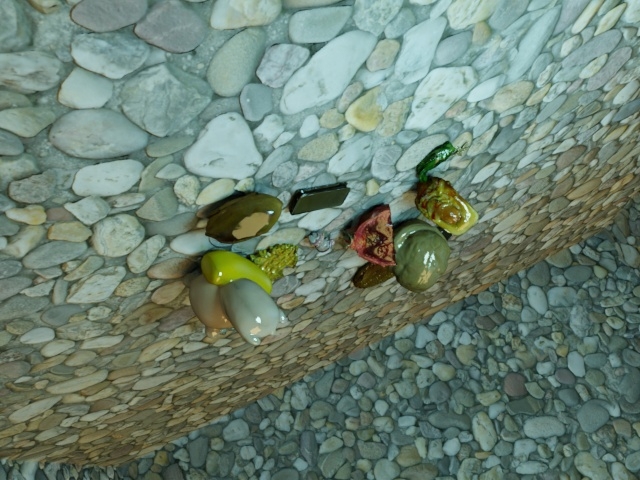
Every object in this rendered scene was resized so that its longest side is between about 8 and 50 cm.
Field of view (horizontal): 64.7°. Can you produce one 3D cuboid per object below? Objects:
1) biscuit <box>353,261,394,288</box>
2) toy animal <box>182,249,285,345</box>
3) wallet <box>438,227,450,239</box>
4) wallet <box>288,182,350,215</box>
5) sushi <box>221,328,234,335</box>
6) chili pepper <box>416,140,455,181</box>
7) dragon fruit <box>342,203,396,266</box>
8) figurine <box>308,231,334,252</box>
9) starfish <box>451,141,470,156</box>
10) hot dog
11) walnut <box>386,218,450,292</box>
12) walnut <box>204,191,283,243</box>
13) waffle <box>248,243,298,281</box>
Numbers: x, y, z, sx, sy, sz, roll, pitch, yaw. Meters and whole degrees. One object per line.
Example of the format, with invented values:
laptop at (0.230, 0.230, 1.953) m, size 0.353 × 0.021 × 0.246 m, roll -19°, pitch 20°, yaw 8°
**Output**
biscuit at (0.302, 0.142, 2.448) m, size 0.318 × 0.040 × 0.318 m, roll -23°, pitch 155°, yaw -11°
toy animal at (-0.289, 0.209, 1.679) m, size 0.247 × 0.345 × 0.278 m, roll -42°, pitch 168°, yaw 16°
wallet at (0.532, 0.037, 2.436) m, size 0.165 × 0.042 × 0.309 m, roll -15°, pitch 147°, yaw -45°
wallet at (-0.001, -0.136, 1.639) m, size 0.198 × 0.031 × 0.110 m, roll -13°, pitch 150°, yaw -30°
sushi at (-0.333, 0.259, 1.912) m, size 0.130 × 0.124 × 0.332 m, roll 18°, pitch 143°, yaw -33°
chili pepper at (0.391, -0.268, 1.753) m, size 0.073 × 0.050 × 0.182 m, roll -14°, pitch 156°, yaw -45°
dragon fruit at (0.183, -0.029, 1.932) m, size 0.212 × 0.134 × 0.261 m, roll -9°, pitch 126°, yaw -3°
figurine at (0.000, 0.000, 1.879) m, size 0.072 × 0.054 × 0.129 m, roll -45°, pitch 146°, yaw 2°
starfish at (0.498, -0.317, 1.806) m, size 0.092 × 0.016 × 0.086 m, roll -29°, pitch 154°, yaw -9°
hot dog at (0.437, -0.138, 1.823) m, size 0.153 × 0.256 × 0.150 m, roll 26°, pitch 109°, yaw -44°
walnut at (0.394, 0.053, 2.091) m, size 0.286 × 0.296 × 0.285 m, roll -6°, pitch 118°, yaw -11°
walnut at (-0.221, -0.061, 1.455) m, size 0.245 × 0.137 × 0.137 m, roll -28°, pitch 155°, yaw 2°
waffle at (-0.185, 0.090, 1.865) m, size 0.229 × 0.051 × 0.231 m, roll -15°, pitch 151°, yaw -18°
